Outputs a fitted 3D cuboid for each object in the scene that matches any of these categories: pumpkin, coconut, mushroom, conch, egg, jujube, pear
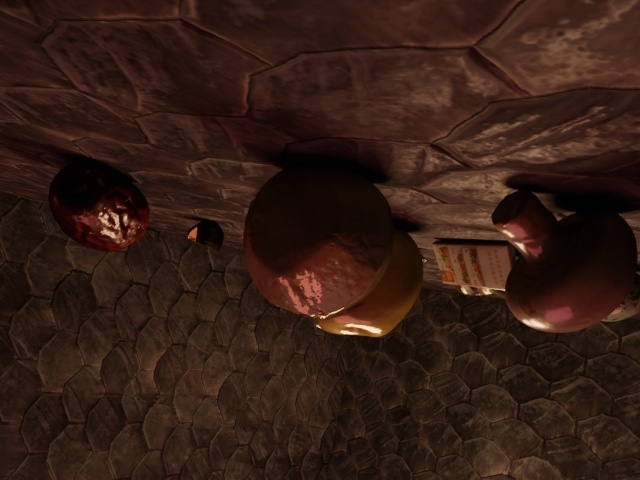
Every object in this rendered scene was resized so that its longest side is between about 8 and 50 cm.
[{"bbox_3d":[-0.447,-0.025,2.020,0.119,0.107,0.183,25,174,-38],"label":"pumpkin"},{"bbox_3d":[0.000,0.000,0.859,0.259,0.259,0.259,11,174,1],"label":"coconut"},{"bbox_3d":[0.339,0.037,0.743,0.209,0.206,0.206,12,174,-9],"label":"mushroom"},{"bbox_3d":[0.438,0.082,1.363,0.182,0.124,0.187,18,153,22],"label":"conch"},{"bbox_3d":[0.695,0.126,1.216,0.132,0.132,0.172,14,162,-25],"label":"egg"},{"bbox_3d":[-0.562,-0.084,1.304,0.223,0.223,0.318,12,166,-4],"label":"jujube"},{"bbox_3d":[0.104,0.094,1.274,0.309,0.309,0.309,11,174,1],"label":"pear"}]

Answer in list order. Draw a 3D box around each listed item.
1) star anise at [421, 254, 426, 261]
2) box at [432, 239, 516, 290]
[{"bbox_3d":[0.233,0.064,1.628,0.208,0.063,0.172,-7,177,17],"label":"star anise"},{"bbox_3d":[0.385,0.060,1.270,0.032,0.122,0.220,-30,-161,-33],"label":"box"}]
